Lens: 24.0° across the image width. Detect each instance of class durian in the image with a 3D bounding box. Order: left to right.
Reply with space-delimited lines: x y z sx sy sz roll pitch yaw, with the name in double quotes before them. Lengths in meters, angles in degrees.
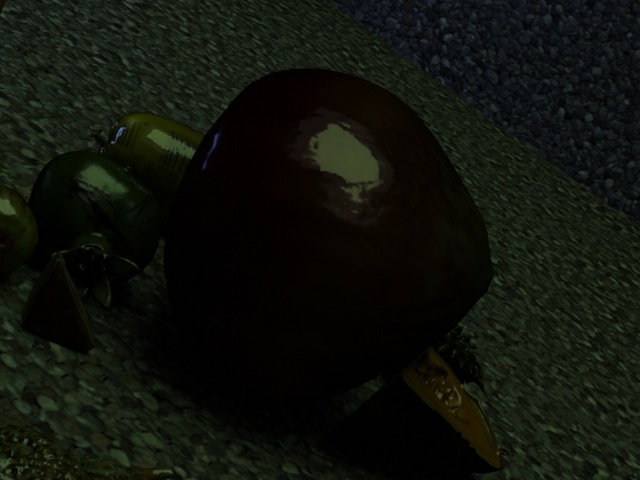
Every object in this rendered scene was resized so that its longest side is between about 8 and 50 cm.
"durian" 0.112 0.116 1.887 0.221 0.095 0.137 36 -15 32

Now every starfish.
"starfish" -0.247 0.208 1.211 0.358 0.078 0.347 22 26 -28

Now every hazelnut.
"hazelnut" 0.000 0.000 1.661 0.359 0.359 0.409 36 22 6

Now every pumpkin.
"pumpkin" 0.120 0.222 1.694 0.163 0.111 0.278 51 10 7

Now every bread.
"bread" -0.270 0.067 1.515 0.062 0.109 0.043 -16 28 -5

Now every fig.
"fig" -0.350 -0.037 1.569 0.093 0.093 0.166 16 30 -39

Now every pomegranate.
"pomegranate" -0.247 -0.009 1.616 0.152 0.131 0.191 31 28 -15

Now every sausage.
"sausage" -0.136 -0.059 1.899 0.347 0.123 0.123 27 21 -19

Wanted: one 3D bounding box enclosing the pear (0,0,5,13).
"pear" -0.499 -0.338 1.744 0.314 0.314 0.314 29 21 -12
